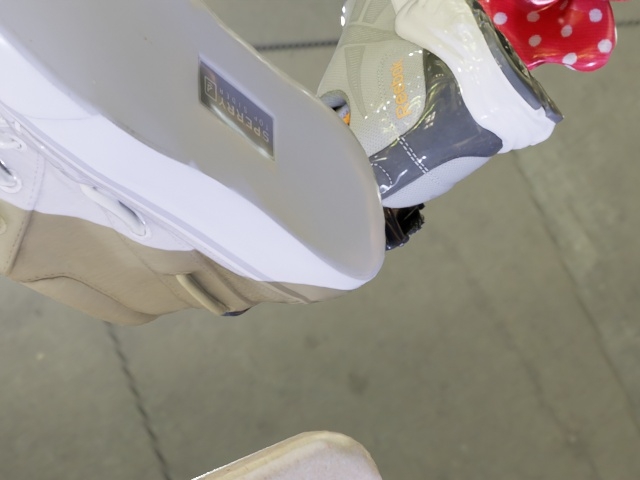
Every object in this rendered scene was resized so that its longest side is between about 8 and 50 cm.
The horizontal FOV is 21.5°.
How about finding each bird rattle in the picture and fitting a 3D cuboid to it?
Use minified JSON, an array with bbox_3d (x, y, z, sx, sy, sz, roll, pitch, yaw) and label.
[{"bbox_3d":[0.176,-0.204,1.058,0.253,0.207,0.143,-104,180,-67],"label":"bird rattle"}]

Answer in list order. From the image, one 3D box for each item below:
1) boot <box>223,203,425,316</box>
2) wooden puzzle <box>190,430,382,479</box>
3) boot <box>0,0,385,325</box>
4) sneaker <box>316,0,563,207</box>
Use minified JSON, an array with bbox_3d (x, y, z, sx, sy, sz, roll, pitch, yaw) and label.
[{"bbox_3d":[0.000,0.001,0.993,0.121,0.099,0.045,-45,121,-46],"label":"boot"},{"bbox_3d":[-0.166,0.192,0.620,0.322,0.348,0.080,-20,80,-30],"label":"wooden puzzle"},{"bbox_3d":[-0.091,-0.038,0.548,0.258,0.123,0.095,43,40,-47],"label":"boot"},{"bbox_3d":[0.037,-0.085,0.893,0.100,0.108,0.271,52,4,-14],"label":"sneaker"}]
